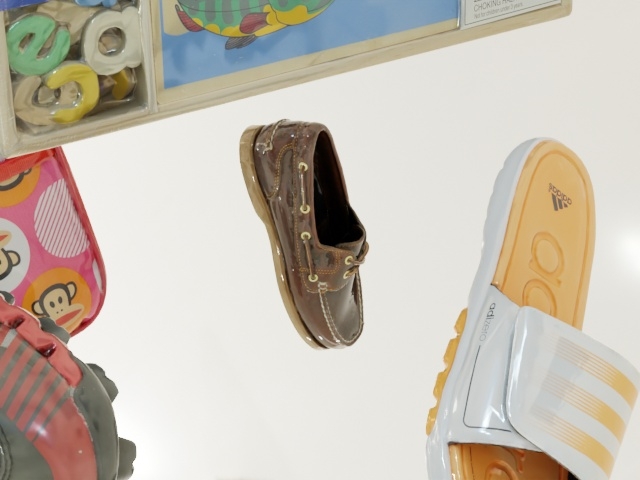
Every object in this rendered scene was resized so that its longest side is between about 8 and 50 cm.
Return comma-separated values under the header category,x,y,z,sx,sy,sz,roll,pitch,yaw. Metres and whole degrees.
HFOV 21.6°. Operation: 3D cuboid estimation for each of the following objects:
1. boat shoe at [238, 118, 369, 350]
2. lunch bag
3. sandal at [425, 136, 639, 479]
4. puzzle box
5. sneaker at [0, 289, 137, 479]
category,x,y,z,sx,sy,sz,roll,pitch,yaw
boat shoe,0.000,0.000,1.314,0.073,0.073,0.207,-58,-44,-47
lunch bag,-0.332,-0.001,1.310,0.120,0.293,0.258,23,135,56
sandal,0.123,0.052,0.876,0.102,0.076,0.265,30,-122,-33
puzzle box,-0.018,-0.224,0.968,0.409,0.272,0.052,-18,-149,-27
sneaker,-0.214,0.053,0.685,0.276,0.097,0.135,25,-155,13
